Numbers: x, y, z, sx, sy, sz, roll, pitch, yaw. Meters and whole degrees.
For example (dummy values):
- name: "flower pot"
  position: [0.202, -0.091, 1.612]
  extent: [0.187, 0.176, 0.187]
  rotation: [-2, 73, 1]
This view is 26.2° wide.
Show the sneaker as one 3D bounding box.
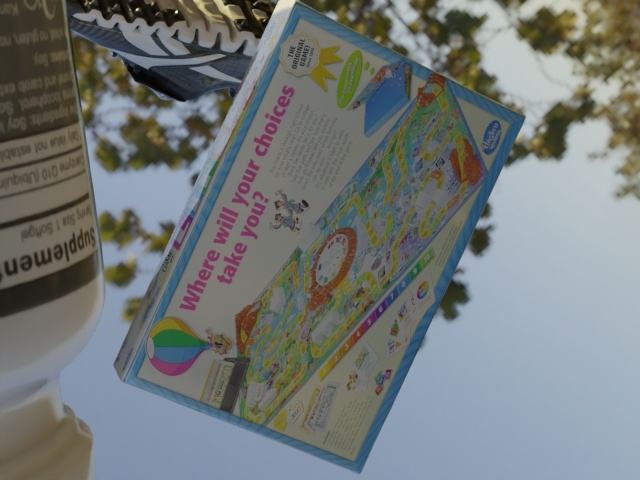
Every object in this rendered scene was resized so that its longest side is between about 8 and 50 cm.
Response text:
- name: "sneaker"
  position: [-0.138, -0.164, 1.159]
  extent: [0.234, 0.106, 0.078]
  rotation: [5, -139, -32]

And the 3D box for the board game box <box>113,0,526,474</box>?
- name: "board game box"
  position: [0.000, 0.000, 0.527]
  extent: [0.103, 0.154, 0.026]
  rotation: [25, -178, -18]

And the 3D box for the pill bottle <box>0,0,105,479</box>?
- name: "pill bottle"
  position: [-0.205, -0.037, 0.587]
  extent: [0.210, 0.210, 0.363]
  rotation: [-46, -48, -73]
